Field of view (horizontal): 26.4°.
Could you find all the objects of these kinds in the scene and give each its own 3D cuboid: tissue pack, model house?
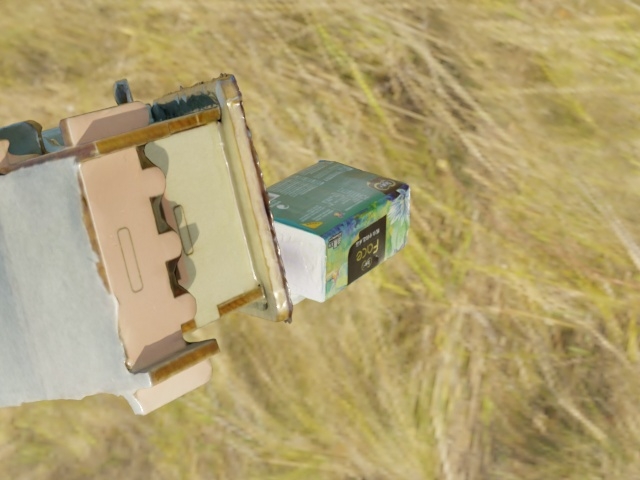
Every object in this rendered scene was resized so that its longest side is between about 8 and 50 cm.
[{"bbox_3d":[-0.001,0.001,0.965,0.085,0.111,0.079,17,120,30],"label":"tissue pack"},{"bbox_3d":[-0.140,-0.010,0.712,0.326,0.244,0.169,-12,95,38],"label":"model house"}]
